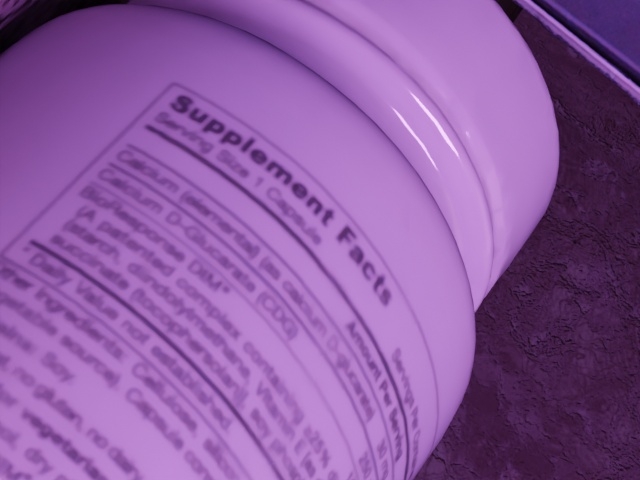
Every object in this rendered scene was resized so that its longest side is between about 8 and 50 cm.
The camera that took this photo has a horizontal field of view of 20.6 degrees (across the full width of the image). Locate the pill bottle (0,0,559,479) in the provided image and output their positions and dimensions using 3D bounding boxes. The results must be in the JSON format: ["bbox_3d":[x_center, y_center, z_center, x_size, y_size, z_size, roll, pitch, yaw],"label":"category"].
[{"bbox_3d":[-0.060,0.041,0.452,0.283,0.160,0.160,-50,177,-36],"label":"pill bottle"}]

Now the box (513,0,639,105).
[{"bbox_3d":[0.180,-0.234,0.541,0.343,0.179,0.312,-53,179,24],"label":"box"}]
